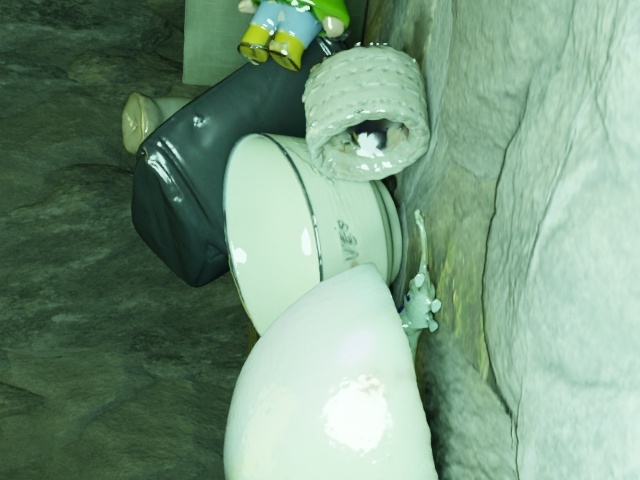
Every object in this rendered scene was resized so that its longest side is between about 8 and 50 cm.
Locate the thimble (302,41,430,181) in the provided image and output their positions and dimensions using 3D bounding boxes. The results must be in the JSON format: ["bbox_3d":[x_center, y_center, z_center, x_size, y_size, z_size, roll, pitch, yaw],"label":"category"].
[{"bbox_3d":[0.042,-0.118,1.026,0.102,0.115,0.090,83,-177,-54],"label":"thimble"}]

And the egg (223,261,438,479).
[{"bbox_3d":[-0.003,0.173,0.934,0.206,0.162,0.271,-121,21,-63],"label":"egg"}]

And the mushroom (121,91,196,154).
[{"bbox_3d":[-0.125,-0.190,1.908,0.356,0.315,0.315,24,-116,-60],"label":"mushroom"}]

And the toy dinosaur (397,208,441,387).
[{"bbox_3d":[0.084,0.065,0.955,0.058,0.037,0.180,-40,-41,-82],"label":"toy dinosaur"}]

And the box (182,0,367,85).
[{"bbox_3d":[-0.065,-0.292,1.477,0.149,0.231,0.155,-100,13,-60],"label":"box"}]

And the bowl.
[{"bbox_3d":[0.000,0.000,1.133,0.238,0.126,0.237,170,90,-66],"label":"bowl"}]

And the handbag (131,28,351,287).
[{"bbox_3d":[-0.064,-0.090,1.301,0.178,0.302,0.275,51,161,4],"label":"handbag"}]

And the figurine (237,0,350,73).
[{"bbox_3d":[-0.003,-0.308,1.183,0.263,0.162,0.143,-66,-30,-8],"label":"figurine"}]
